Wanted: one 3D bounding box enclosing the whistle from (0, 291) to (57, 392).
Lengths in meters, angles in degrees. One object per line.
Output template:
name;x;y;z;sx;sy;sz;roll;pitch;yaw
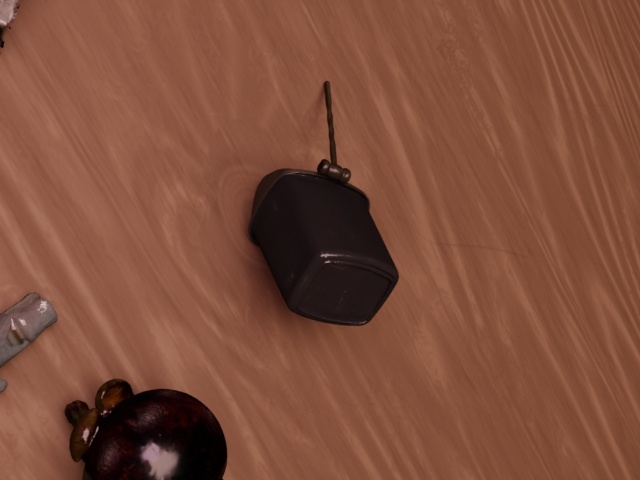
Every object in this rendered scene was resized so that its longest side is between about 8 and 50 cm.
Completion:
whistle;-0.514;0.195;0.964;0.142;0.133;0.346;53;51;-12

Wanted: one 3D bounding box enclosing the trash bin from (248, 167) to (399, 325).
trash bin;0.000;0.000;1.243;0.209;0.290;0.182;16;120;-31

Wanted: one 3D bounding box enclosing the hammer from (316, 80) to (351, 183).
hammer;0.018;-0.215;1.327;0.058;0.029;0.292;22;40;-25

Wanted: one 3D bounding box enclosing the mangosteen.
mangosteen;-0.270;0.319;1.056;0.265;0.228;0.228;29;66;4

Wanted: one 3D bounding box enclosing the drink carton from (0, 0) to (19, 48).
drink carton;-0.571;-0.432;0.994;0.324;0.132;0.194;23;72;-27
